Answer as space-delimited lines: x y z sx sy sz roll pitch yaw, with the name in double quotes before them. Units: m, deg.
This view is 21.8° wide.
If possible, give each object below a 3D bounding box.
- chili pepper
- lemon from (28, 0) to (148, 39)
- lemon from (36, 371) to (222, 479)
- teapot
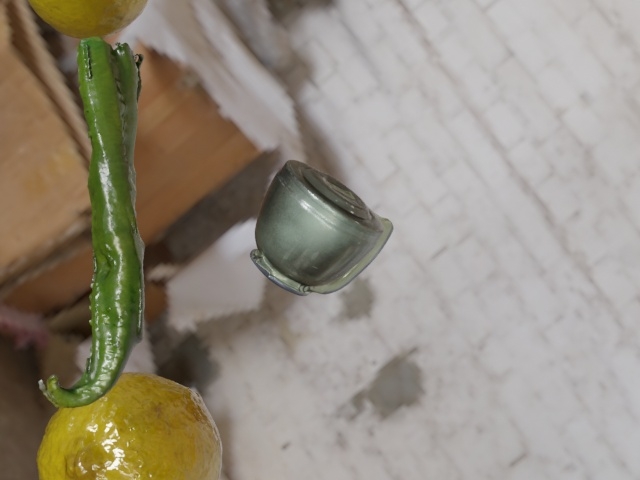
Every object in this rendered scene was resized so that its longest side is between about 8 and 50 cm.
"chili pepper" -0.202 -0.020 1.552 0.085 0.076 0.359 29 56 -52
"lemon" -0.282 -0.331 1.970 0.170 0.170 0.207 -114 -177 -46
"lemon" -0.207 0.240 1.817 0.192 0.192 0.231 53 19 12
"teapot" -0.009 -0.006 1.525 0.111 0.108 0.149 39 13 7
